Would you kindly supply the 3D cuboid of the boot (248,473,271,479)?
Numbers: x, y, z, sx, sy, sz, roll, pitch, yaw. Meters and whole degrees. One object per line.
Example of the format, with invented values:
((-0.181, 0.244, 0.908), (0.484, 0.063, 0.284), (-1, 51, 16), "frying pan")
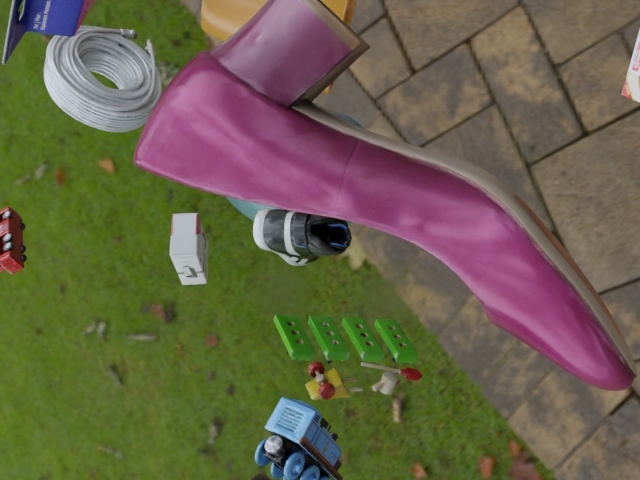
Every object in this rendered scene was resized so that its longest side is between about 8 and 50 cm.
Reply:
((-0.216, 0.461, 1.367), (0.284, 0.377, 0.138), (-34, 82, 14), "boot")

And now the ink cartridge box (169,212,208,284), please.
((-0.269, 0.019, 2.015), (0.135, 0.056, 0.099), (83, -175, -62), "ink cartridge box")

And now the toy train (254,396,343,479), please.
((-0.022, 0.305, 1.407), (0.080, 0.105, 0.184), (19, 158, 34), "toy train")

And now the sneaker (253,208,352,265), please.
((0.000, 0.000, 1.443), (0.121, 0.217, 0.079), (4, 87, 24), "sneaker")

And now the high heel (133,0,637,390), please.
((0.043, 0.000, 0.701), (0.181, 0.127, 0.377), (-45, 80, 12), "high heel")

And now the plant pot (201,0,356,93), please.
((-0.053, -0.319, 1.312), (0.188, 0.205, 0.205), (15, 116, 1), "plant pot")

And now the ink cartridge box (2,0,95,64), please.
((-0.274, -0.382, 1.194), (0.069, 0.370, 0.176), (27, 148, -9), "ink cartridge box")

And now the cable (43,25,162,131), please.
((-0.459, -0.344, 2.062), (0.089, 0.257, 0.257), (-48, 50, 39), "cable")

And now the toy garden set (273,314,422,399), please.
((0.056, 0.211, 1.701), (0.203, 0.244, 0.049), (-121, 43, -53), "toy garden set")

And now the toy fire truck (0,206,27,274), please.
((-0.608, 0.036, 1.789), (0.135, 0.047, 0.192), (-27, 46, 8), "toy fire truck")

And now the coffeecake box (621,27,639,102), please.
((0.582, -0.276, 1.567), (0.185, 0.068, 0.142), (-132, 48, -60), "coffeecake box")

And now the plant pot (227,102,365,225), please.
((-0.081, -0.153, 1.810), (0.272, 0.255, 0.271), (-14, 66, 35), "plant pot")
